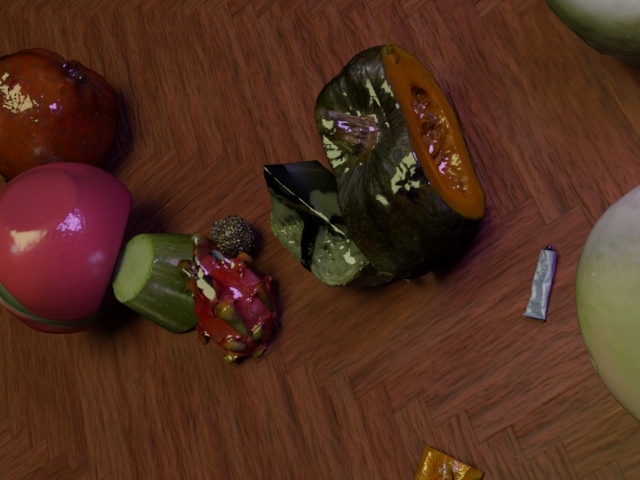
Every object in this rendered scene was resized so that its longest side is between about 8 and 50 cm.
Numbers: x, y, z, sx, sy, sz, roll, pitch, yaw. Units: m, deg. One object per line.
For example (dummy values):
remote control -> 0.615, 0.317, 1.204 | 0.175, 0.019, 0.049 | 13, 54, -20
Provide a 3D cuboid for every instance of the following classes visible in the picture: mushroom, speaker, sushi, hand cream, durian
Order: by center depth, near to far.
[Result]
mushroom -> 0.380, 0.045, 0.990 | 0.315, 0.315, 0.356 | -15, 73, 39
hand cream -> 0.272, 0.052, 1.293 | 0.030, 0.019, 0.093 | 10, 86, 43
sushi -> 0.018, 0.005, 1.498 | 0.273, 0.134, 0.109 | 44, 121, 27
durian -> -0.137, 0.003, 1.664 | 0.080, 0.080, 0.091 | 0, 89, 44
speaker -> -0.438, 0.015, 1.805 | 0.294, 0.294, 0.294 | -19, 60, 37

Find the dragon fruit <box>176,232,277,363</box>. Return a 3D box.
dragon fruit -> -0.141, 0.079, 1.589 | 0.133, 0.207, 0.150 | -22, 14, 21

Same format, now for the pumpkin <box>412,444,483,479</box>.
pumpkin -> 0.148, 0.297, 1.288 | 0.101, 0.035, 0.073 | 14, 85, 44

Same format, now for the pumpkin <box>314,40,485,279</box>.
pumpkin -> 0.092, -0.114, 1.386 | 0.139, 0.222, 0.317 | -30, 55, 30

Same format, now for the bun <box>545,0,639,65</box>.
bun -> 0.403, -0.377, 1.221 | 0.360, 0.211, 0.359 | -7, 79, 39

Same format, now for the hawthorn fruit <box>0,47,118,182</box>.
hawthorn fruit -> -0.522, -0.198, 1.999 | 0.276, 0.276, 0.307 | 41, 116, 45

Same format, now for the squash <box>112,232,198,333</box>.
squash -> -0.254, 0.058, 1.721 | 0.170, 0.123, 0.170 | -25, 55, 41
